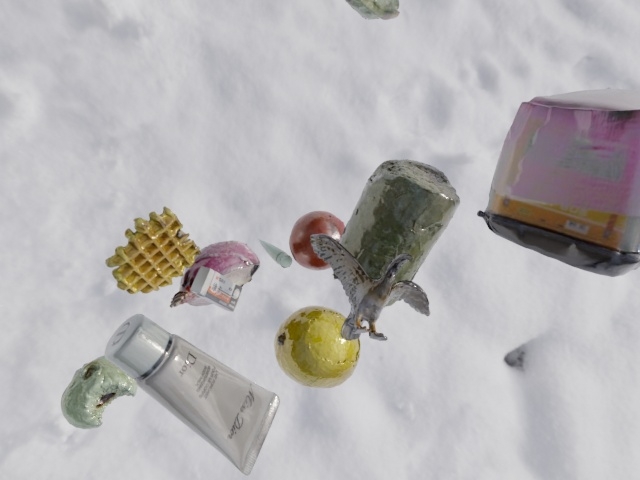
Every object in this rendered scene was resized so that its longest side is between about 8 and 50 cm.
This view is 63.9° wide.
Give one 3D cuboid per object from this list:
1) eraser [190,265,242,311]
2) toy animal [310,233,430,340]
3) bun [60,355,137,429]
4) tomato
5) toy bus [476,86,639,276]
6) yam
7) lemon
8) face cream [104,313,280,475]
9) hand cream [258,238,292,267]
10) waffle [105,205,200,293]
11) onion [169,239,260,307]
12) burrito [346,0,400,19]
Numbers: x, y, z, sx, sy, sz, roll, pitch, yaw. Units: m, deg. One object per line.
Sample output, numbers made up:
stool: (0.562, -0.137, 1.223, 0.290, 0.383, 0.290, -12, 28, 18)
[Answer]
eraser: (-0.193, 0.093, 0.962, 0.029, 0.122, 0.052, 11, 71, 25)
toy animal: (0.108, 0.097, 0.894, 0.273, 0.197, 0.160, 25, 67, -15)
bun: (-0.616, 0.406, 1.417, 0.204, 0.126, 0.212, -1, 44, 23)
tomato: (0.000, 0.000, 1.781, 0.208, 0.185, 0.207, 24, 57, -44)
toy bus: (0.364, -0.099, 0.626, 0.387, 0.171, 0.162, -19, 126, -46)
yam: (0.158, -0.026, 1.116, 0.195, 0.195, 0.299, 24, 112, -8)
lemon: (-0.009, 0.363, 1.750, 0.298, 0.297, 0.296, 0, 87, -10)
face cream: (-0.195, 0.237, 0.817, 0.314, 0.089, 0.143, 47, 45, -27)
hand cream: (-0.168, 0.044, 1.884, 0.050, 0.205, 0.078, -51, 124, -6)
waffle: (-0.438, 0.032, 1.406, 0.065, 0.310, 0.283, 35, 115, 21)
onion: (-0.373, 0.101, 1.674, 0.267, 0.349, 0.159, -44, 73, 28)
burrito: (0.045, -0.424, 0.808, 0.066, 0.309, 0.095, -3, 85, 32)
